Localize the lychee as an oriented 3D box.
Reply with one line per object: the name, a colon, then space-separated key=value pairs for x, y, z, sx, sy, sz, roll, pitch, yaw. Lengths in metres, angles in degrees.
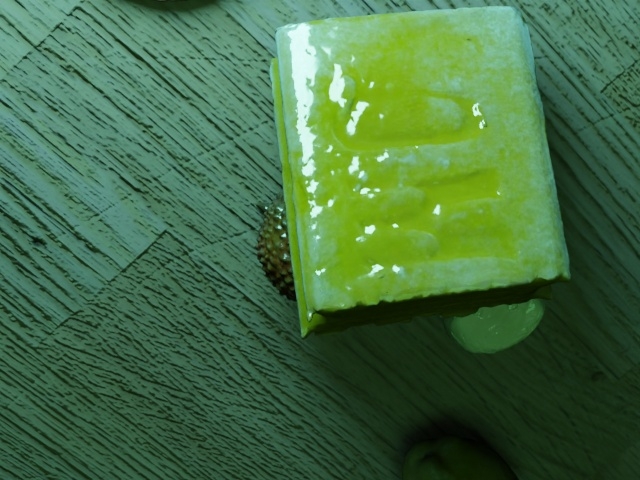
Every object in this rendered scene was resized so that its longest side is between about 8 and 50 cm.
lychee: x=0.000 y=0.000 z=1.564 sx=0.165 sy=0.197 sz=0.165 roll=-24 pitch=128 yaw=-35

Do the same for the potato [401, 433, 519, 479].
potato: x=0.200 y=0.355 z=1.793 sx=0.154 sy=0.137 sz=0.200 roll=-26 pitch=121 yaw=9

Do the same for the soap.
soap: x=0.103 y=-0.076 z=1.429 sx=0.293 sy=0.156 sz=0.335 roll=-5 pitch=77 yaw=-4

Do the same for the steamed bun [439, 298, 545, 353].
steamed bun: x=0.221 y=0.084 z=1.666 sx=0.130 sy=0.091 sz=0.112 roll=-40 pitch=112 yaw=19
